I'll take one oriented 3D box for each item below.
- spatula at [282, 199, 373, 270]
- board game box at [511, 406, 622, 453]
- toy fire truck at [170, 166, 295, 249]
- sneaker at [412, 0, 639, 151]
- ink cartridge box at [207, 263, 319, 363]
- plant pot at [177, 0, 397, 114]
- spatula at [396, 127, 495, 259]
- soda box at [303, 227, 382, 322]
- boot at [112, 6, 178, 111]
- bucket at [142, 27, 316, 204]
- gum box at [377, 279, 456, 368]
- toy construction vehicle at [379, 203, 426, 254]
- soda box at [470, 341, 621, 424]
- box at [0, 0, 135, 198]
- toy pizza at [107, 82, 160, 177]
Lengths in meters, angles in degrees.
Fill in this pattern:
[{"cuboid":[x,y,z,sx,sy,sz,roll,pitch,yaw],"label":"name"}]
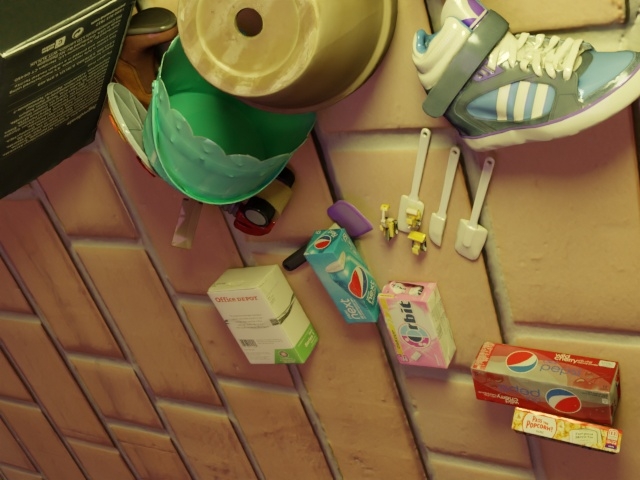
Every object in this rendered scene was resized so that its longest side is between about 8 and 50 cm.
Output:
[{"cuboid":[0.000,0.000,1.682,0.084,0.030,0.296,45,138,-7],"label":"spatula"},{"cuboid":[0.470,0.366,1.609,0.193,0.045,0.147,10,168,17],"label":"board game box"},{"cuboid":[-0.195,-0.069,1.669,0.217,0.158,0.246,31,150,-4],"label":"toy fire truck"},{"cuboid":[0.276,-0.264,1.192,0.323,0.130,0.236,-13,123,46],"label":"sneaker"},{"cuboid":[-0.126,0.166,1.865,0.160,0.092,0.219,-6,122,36],"label":"ink cartridge box"},{"cuboid":[-0.064,-0.318,1.184,0.323,0.280,0.323,3,110,9],"label":"plant pot"},{"cuboid":[0.225,-0.077,1.477,0.168,0.019,0.242,27,137,20],"label":"spatula"},{"cuboid":[0.050,0.072,1.658,0.071,0.067,0.210,-4,135,32],"label":"soda box"},{"cuboid":[-0.311,-0.285,1.594,0.264,0.096,0.280,-7,124,34],"label":"boot"},{"cuboid":[-0.167,-0.207,1.447,0.281,0.281,0.183,40,142,-3],"label":"bucket"},{"cuboid":[0.192,0.163,1.674,0.107,0.062,0.188,2,127,32],"label":"gum box"},{"cuboid":[0.151,-0.020,1.546,0.086,0.035,0.098,19,139,27],"label":"toy construction vehicle"},{"cuboid":[0.426,0.267,1.595,0.263,0.083,0.092,7,131,30],"label":"soda box"},{"cuboid":[-0.618,-0.402,1.474,0.480,0.297,0.472,45,146,3],"label":"box"},{"cuboid":[-0.334,-0.195,1.531,0.032,0.201,0.201,-29,112,8],"label":"toy pizza"}]
